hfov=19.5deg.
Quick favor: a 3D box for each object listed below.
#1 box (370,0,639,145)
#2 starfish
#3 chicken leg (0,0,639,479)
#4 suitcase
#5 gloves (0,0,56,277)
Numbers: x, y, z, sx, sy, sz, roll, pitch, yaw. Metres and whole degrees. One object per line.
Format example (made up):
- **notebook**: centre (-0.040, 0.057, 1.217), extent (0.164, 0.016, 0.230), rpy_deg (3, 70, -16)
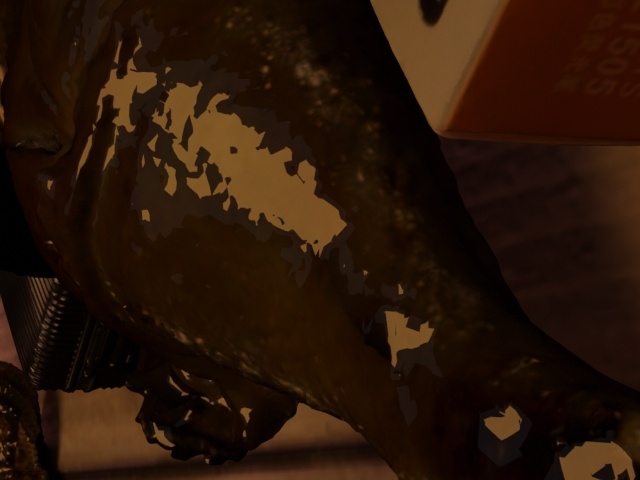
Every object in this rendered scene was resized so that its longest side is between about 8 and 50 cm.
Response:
- **box**: centre (0.080, -0.190, 0.461), extent (0.220, 0.091, 0.274), rpy_deg (-111, 33, -40)
- **starfish**: centre (-0.201, 0.130, 1.051), extent (0.146, 0.074, 0.190), rpy_deg (-54, 41, 48)
- **chicken leg**: centre (-0.013, 0.004, 0.584), extent (0.211, 0.140, 0.361), rpy_deg (108, 147, -44)
- **suitcase**: centre (-0.125, 0.010, 0.917), extent (0.126, 0.059, 0.086), rpy_deg (-115, 35, -44)
- **gloves**: centre (-0.143, -0.158, 0.808), extent (0.155, 0.203, 0.356), rpy_deg (-21, 74, 45)
